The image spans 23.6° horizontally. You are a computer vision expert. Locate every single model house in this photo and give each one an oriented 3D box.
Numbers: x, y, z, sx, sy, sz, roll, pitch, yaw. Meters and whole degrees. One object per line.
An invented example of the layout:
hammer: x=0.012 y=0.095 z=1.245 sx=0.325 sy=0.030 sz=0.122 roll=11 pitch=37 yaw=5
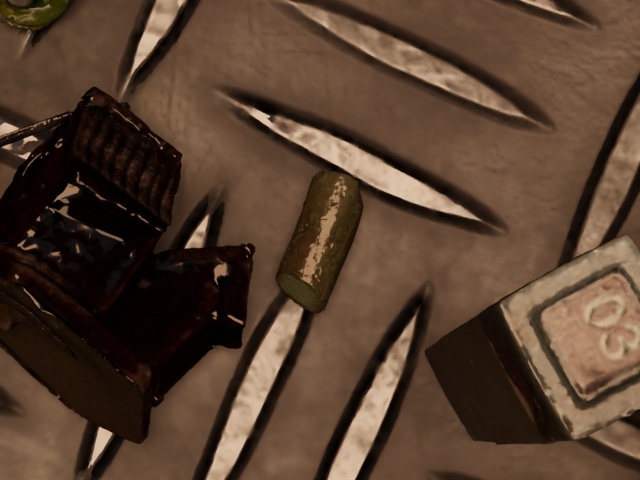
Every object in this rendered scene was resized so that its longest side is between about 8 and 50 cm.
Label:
model house: x=-0.140 y=0.016 z=1.030 sx=0.203 sy=0.141 sz=0.164 roll=46 pitch=61 yaw=-17

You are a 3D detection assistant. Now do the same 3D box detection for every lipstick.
lipstick: x=0.124 y=0.068 z=0.889 sx=0.076 sy=0.371 sz=0.080 roll=-29 pitch=85 yaw=-5

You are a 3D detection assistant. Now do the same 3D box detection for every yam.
yam: x=0.000 y=0.000 z=1.060 sx=0.043 sy=0.043 sz=0.094 roll=22 pitch=82 yaw=1

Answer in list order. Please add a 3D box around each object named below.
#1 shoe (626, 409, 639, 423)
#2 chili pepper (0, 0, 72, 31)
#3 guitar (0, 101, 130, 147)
shoe: x=0.325 y=0.075 z=0.940 sx=0.293 sy=0.109 sz=0.149 roll=13 pitch=87 yaw=16
chili pepper: x=-0.238 y=-0.327 z=1.083 sx=0.085 sy=0.076 sz=0.359 roll=-16 pitch=83 yaw=-29
guitar: x=-0.240 y=-0.052 z=1.050 sx=0.233 sy=0.088 sz=0.025 roll=-21 pitch=83 yaw=-13
